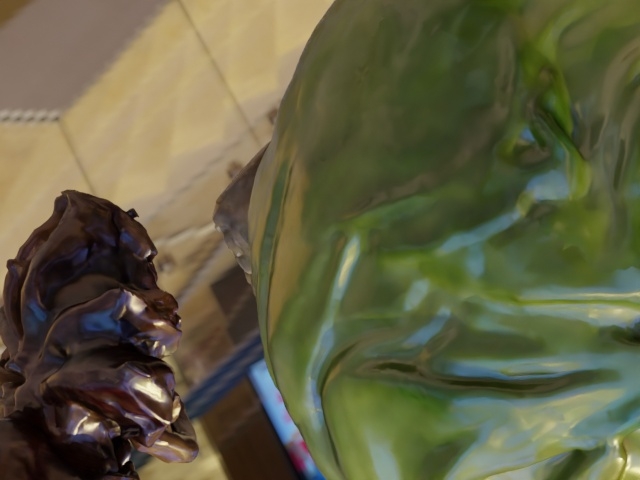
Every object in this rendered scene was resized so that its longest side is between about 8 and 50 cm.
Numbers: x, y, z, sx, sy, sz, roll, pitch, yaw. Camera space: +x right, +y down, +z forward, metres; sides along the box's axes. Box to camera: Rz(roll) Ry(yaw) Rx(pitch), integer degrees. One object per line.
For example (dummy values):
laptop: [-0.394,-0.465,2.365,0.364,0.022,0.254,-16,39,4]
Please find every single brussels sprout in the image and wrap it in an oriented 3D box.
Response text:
brussels sprout: [0.083,-0.003,0.516,0.223,0.223,0.161,-39,174,18]

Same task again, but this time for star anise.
star anise: [-0.122,0.088,0.880,0.125,0.220,0.190,14,164,-3]

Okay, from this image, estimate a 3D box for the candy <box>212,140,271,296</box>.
candy: [0.000,0.000,0.897,0.085,0.095,0.110,-52,136,-44]
